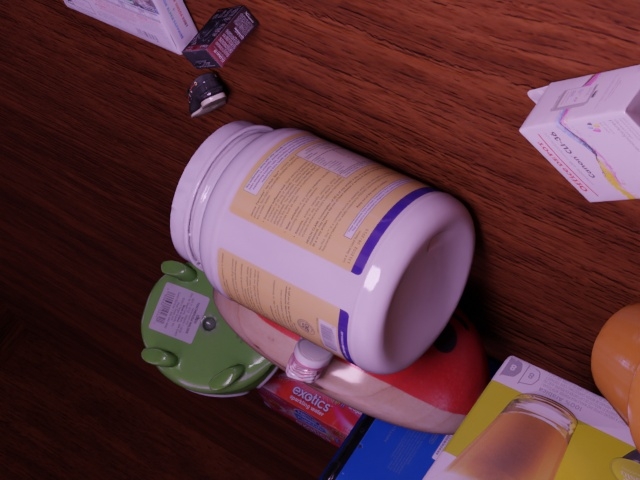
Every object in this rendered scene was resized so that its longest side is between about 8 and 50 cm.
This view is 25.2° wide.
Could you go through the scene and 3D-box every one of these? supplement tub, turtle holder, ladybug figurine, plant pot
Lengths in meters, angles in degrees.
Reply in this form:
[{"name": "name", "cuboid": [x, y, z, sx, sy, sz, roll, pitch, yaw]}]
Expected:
[{"name": "supplement tub", "cuboid": [0.000, 0.000, 1.804, 0.331, 0.241, 0.241, 26, 159, 28]}, {"name": "turtle holder", "cuboid": [-0.142, 0.153, 2.511, 0.320, 0.243, 0.227, -11, 165, 10]}, {"name": "ladybug figurine", "cuboid": [0.059, 0.117, 2.017, 0.449, 0.162, 0.305, 28, -162, 19]}, {"name": "plant pot", "cuboid": [0.402, 0.153, 1.574, 0.205, 0.205, 0.188, 45, 175, -25]}]

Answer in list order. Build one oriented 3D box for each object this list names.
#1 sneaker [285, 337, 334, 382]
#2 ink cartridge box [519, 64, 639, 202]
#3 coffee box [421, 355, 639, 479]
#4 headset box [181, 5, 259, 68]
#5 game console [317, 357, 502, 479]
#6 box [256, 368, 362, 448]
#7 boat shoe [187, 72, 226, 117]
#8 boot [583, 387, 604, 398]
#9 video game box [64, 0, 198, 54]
[{"name": "sneaker", "cuboid": [-0.015, 0.158, 1.824, 0.051, 0.070, 0.134, 19, -167, -2]}, {"name": "ink cartridge box", "cuboid": [0.274, -0.097, 1.359, 0.115, 0.067, 0.198, 43, 161, -20]}, {"name": "coffee box", "cuboid": [0.290, 0.415, 1.705, 0.338, 0.334, 0.338, 25, 147, 25]}, {"name": "headset box", "cuboid": [-0.121, -0.237, 1.692, 0.032, 0.083, 0.062, 47, 158, -27]}, {"name": "game console", "cuboid": [0.138, 0.302, 2.209, 0.250, 0.293, 0.173, 25, 160, 29]}, {"name": "box", "cuboid": [0.015, 0.288, 2.646, 0.257, 0.128, 0.122, 27, 160, 25]}, {"name": "boat shoe", "cuboid": [-0.155, -0.194, 1.924, 0.042, 0.049, 0.133, 65, 168, 2]}, {"name": "boot", "cuboid": [0.496, 0.295, 1.828, 0.445, 0.146, 0.367, 30, 159, 32]}, {"name": "video game box", "cuboid": [-0.266, -0.333, 1.774, 0.205, 0.048, 0.187, 26, 161, 27]}]
